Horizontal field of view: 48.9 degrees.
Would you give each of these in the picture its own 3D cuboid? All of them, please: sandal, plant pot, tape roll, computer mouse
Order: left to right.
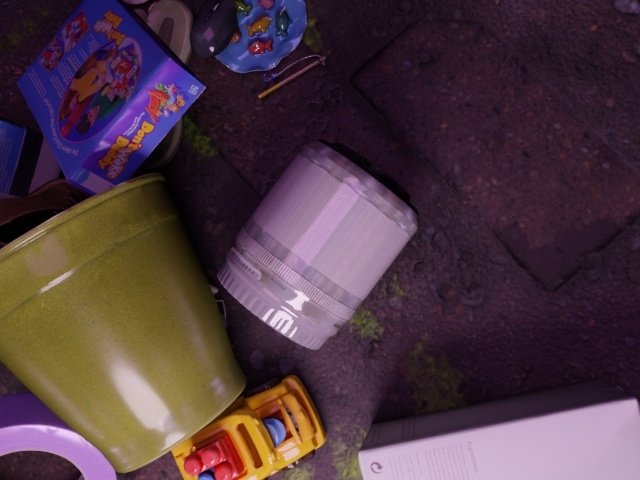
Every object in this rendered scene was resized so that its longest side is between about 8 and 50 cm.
[{"bbox_3d":[-0.468,0.381,1.121,0.275,0.090,0.275,-7,114,-15],"label":"tape roll"},{"bbox_3d":[-0.303,0.143,1.077,0.366,0.366,0.353,-32,92,5],"label":"plant pot"},{"bbox_3d":[-0.294,-0.272,1.210,0.120,0.086,0.303,9,92,10],"label":"sandal"},{"bbox_3d":[-0.162,-0.425,1.197,0.071,0.041,0.242,19,88,19],"label":"computer mouse"}]

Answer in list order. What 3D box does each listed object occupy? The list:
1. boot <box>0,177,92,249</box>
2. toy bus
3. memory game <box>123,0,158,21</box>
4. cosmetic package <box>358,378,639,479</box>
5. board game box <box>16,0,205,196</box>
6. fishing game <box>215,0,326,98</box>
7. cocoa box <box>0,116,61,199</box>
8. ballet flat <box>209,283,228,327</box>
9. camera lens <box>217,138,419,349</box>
[{"bbox_3d":[-0.416,-0.034,1.109,0.115,0.305,0.112,4,104,26],"label":"boot"},{"bbox_3d":[-0.119,0.315,1.087,0.220,0.211,0.149,-28,81,4],"label":"toy bus"},{"bbox_3d":[-0.329,-0.471,1.270,0.186,0.012,0.186,-1,87,9],"label":"memory game"},{"bbox_3d":[0.263,0.322,1.028,0.385,0.217,0.156,-12,84,10],"label":"cosmetic package"},{"bbox_3d":[-0.350,-0.250,1.130,0.233,0.078,0.347,-48,48,7],"label":"board game box"},{"bbox_3d":[-0.118,-0.384,1.219,0.189,0.041,0.264,-25,82,4],"label":"fishing game"},{"bbox_3d":[-0.643,-0.115,1.144,0.347,0.228,0.231,15,88,25],"label":"cocoa box"},{"bbox_3d":[-0.188,0.102,1.202,0.041,0.041,0.114,-26,83,6],"label":"ballet flat"},{"bbox_3d":[0.000,0.000,1.083,0.219,0.219,0.274,37,92,9],"label":"camera lens"}]
